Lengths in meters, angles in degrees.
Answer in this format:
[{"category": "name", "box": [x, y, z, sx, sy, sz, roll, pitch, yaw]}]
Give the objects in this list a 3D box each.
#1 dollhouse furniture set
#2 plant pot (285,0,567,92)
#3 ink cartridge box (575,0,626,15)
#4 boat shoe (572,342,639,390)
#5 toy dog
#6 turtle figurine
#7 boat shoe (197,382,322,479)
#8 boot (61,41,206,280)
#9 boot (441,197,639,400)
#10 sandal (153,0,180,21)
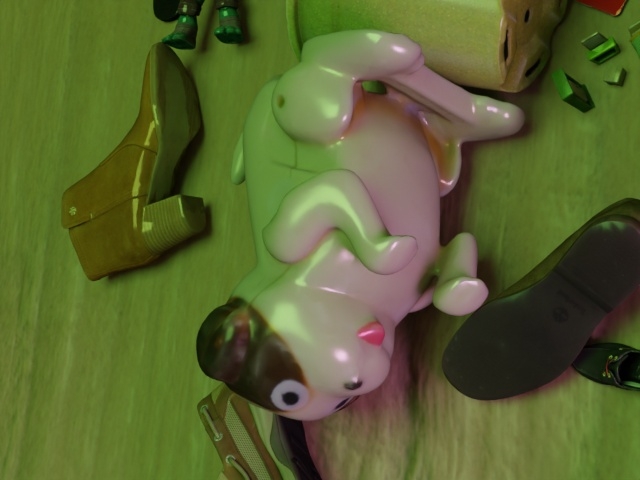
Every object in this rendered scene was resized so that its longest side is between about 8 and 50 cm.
[{"category": "dollhouse furniture set", "box": [0.339, -0.206, 1.818, 0.152, 0.058, 0.076, -31, 60, 24]}, {"category": "plant pot", "box": [0.140, -0.290, 1.880, 0.254, 0.276, 0.276, 19, 87, 27]}, {"category": "ink cartridge box", "box": [0.334, -0.392, 1.868, 0.134, 0.078, 0.231, 30, 94, 38]}, {"category": "boat shoe", "box": [0.325, 0.135, 1.732, 0.133, 0.042, 0.049, 11, 85, 39]}, {"category": "toy dog", "box": [0.000, 0.000, 1.831, 0.395, 0.284, 0.407, 3, 74, 35]}, {"category": "turtle figurine", "box": [-0.155, -0.381, 2.190, 0.175, 0.118, 0.234, -9, 78, 40]}, {"category": "boat shoe", "box": [-0.062, 0.295, 1.899, 0.120, 0.122, 0.324, -28, 51, 9]}, {"category": "boot", "box": [-0.267, -0.106, 2.189, 0.211, 0.104, 0.295, -19, 70, 29]}, {"category": "boot", "box": [0.258, 0.067, 1.780, 0.112, 0.115, 0.305, 44, 121, -4]}, {"category": "sandal", "box": [-0.219, -0.398, 2.286, 0.067, 0.040, 0.179, -14, 68, 32]}]
